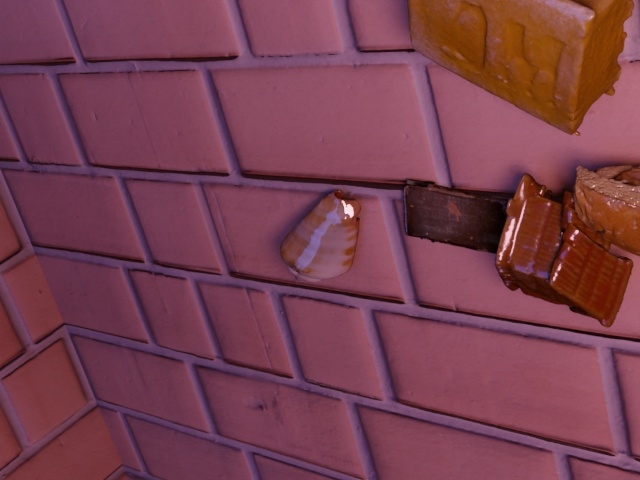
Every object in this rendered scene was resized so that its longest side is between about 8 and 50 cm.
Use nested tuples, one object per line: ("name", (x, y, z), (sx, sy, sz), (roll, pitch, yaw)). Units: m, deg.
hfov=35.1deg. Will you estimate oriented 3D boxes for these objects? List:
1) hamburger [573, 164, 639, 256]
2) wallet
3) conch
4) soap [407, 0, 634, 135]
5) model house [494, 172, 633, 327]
("hamburger", (0.503, -0.037, 1.622), (0.207, 0.135, 0.155), (8, 125, -1))
("wallet", (0.265, -0.046, 1.974), (0.232, 0.031, 0.122), (14, 123, 33))
("conch", (-0.007, 0.006, 2.186), (0.158, 0.127, 0.255), (36, 137, 18))
("soap", (0.304, -0.353, 1.569), (0.335, 0.156, 0.293), (34, 163, 21))
("model house", (0.436, 0.021, 1.771), (0.229, 0.219, 0.200), (22, 90, 24))
